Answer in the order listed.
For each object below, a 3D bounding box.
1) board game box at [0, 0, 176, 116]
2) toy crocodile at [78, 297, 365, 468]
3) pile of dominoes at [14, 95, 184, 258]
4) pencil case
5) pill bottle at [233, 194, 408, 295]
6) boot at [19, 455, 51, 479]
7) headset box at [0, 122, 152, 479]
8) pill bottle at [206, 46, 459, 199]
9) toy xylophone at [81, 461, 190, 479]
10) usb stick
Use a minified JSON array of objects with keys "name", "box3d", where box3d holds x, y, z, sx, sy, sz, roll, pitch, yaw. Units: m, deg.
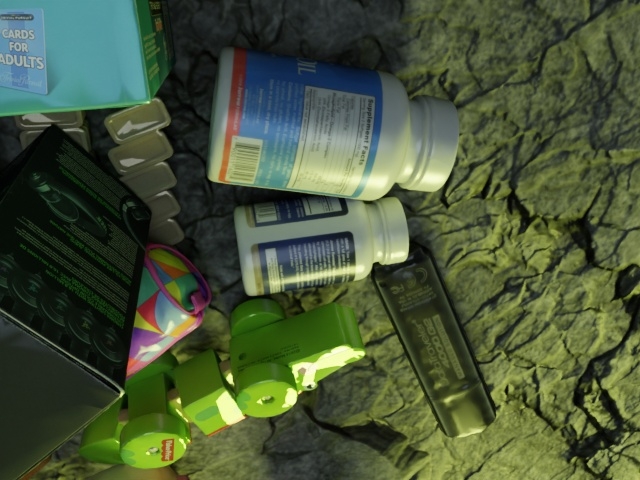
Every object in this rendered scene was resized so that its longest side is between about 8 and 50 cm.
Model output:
[{"name":"board game box","box3d":[-0.285,-0.141,0.440,0.336,0.254,0.079,-6,112,-8]},{"name":"toy crocodile","box3d":[-0.112,0.162,0.670,0.340,0.115,0.105,-24,133,2]},{"name":"pile of dominoes","box3d":[-0.240,-0.028,0.624,0.196,0.040,0.251,-5,121,-9]},{"name":"pencil case","box3d":[-0.220,0.106,0.625,0.236,0.104,0.104,-41,113,13]},{"name":"pill bottle","box3d":[0.000,0.000,0.633,0.169,0.094,0.094,-8,113,-6]},{"name":"boot","box3d":[-0.464,0.240,0.644,0.295,0.104,0.211,-25,113,-4]},{"name":"headset box","box3d":[-0.273,0.073,0.488,0.246,0.283,0.131,-39,119,11]},{"name":"pill bottle","box3d":[0.009,-0.103,0.578,0.221,0.124,0.124,6,110,-13]},{"name":"toy xylophone","box3d":[-0.275,0.362,0.641,0.322,0.236,0.081,-15,125,-12]},{"name":"usb stick","box3d":[0.140,0.128,0.737,0.077,0.045,0.278,-23,114,7]}]
